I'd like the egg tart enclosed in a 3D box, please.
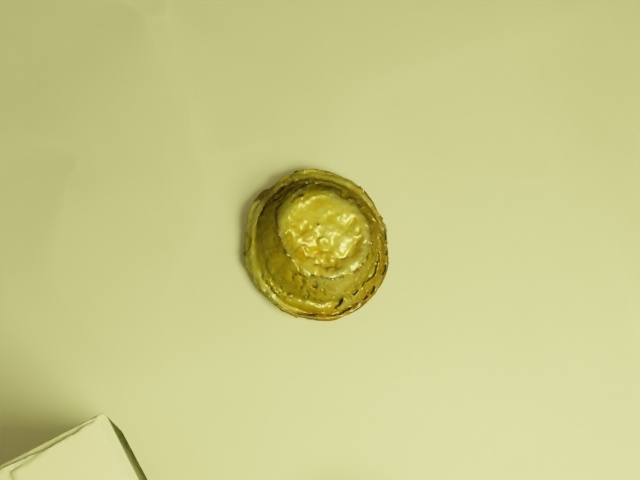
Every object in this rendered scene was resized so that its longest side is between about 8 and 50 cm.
[{"bbox_3d":[0.000,0.000,0.839,0.191,0.074,0.191,3,74,-12],"label":"egg tart"}]

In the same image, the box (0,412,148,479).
[{"bbox_3d":[-0.185,0.269,0.620,0.111,0.260,0.195,-26,80,-21],"label":"box"}]
